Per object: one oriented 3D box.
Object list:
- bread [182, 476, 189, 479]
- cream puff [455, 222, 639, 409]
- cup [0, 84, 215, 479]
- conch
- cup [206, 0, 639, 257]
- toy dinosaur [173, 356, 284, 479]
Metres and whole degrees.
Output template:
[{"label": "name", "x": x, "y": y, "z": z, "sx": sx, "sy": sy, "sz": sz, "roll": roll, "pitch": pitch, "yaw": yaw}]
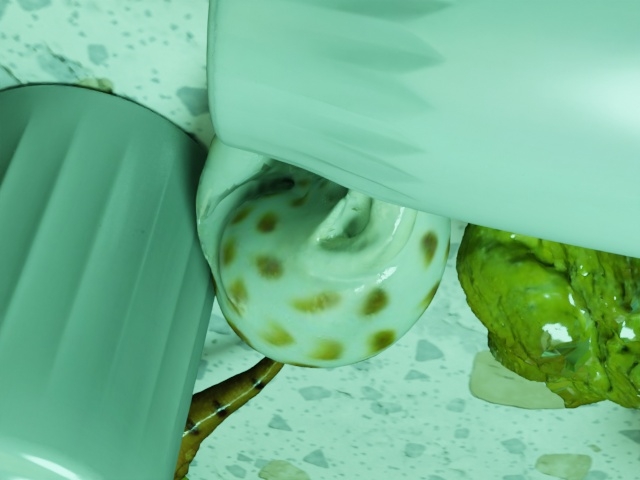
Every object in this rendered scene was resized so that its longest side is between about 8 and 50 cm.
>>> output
[{"label": "bread", "x": -0.313, "y": 0.250, "z": 1.245, "sx": 0.383, "sy": 0.112, "sz": 0.166, "roll": 12, "pitch": 142, "yaw": -5}, {"label": "cream puff", "x": 0.225, "y": 0.022, "z": 0.839, "sx": 0.244, "sy": 0.196, "sz": 0.244, "roll": -16, "pitch": 136, "yaw": -16}, {"label": "cup", "x": -0.213, "y": 0.108, "z": 0.891, "sx": 0.236, "sy": 0.327, "sz": 0.323, "roll": 12, "pitch": 142, "yaw": -3}, {"label": "conch", "x": 0.000, "y": 0.000, "z": 0.860, "sx": 0.148, "sy": 0.183, "sz": 0.275, "roll": -18, "pitch": 161, "yaw": -46}, {"label": "cup", "x": 0.142, "y": -0.116, "z": 0.616, "sx": 0.371, "sy": 0.253, "sz": 0.253, "roll": 8, "pitch": 140, "yaw": 3}, {"label": "toy dinosaur", "x": -0.143, "y": 0.169, "z": 1.070, "sx": 0.097, "sy": 0.432, "sz": 0.208, "roll": 42, "pitch": 174, "yaw": -8}]
